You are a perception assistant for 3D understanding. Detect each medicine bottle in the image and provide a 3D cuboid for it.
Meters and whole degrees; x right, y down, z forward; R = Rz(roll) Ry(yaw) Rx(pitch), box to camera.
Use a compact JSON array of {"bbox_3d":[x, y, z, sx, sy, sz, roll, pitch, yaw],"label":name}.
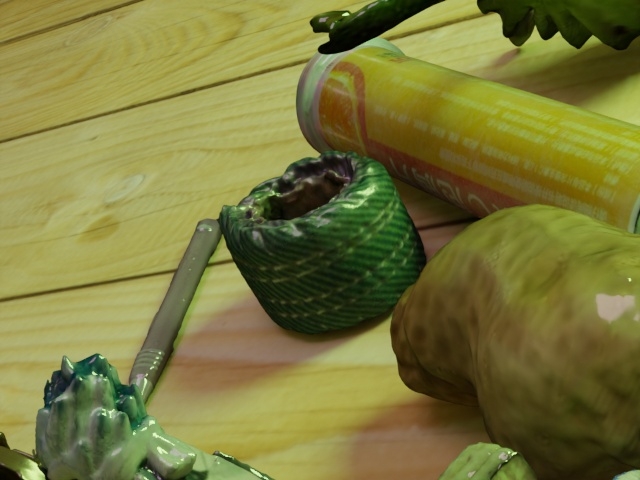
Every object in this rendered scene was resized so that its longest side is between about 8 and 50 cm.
[{"bbox_3d":[0.117,-0.063,0.932,0.108,0.108,0.426,-35,27,-13],"label":"medicine bottle"}]

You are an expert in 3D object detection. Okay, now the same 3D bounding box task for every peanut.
[{"bbox_3d":[0.120,0.051,0.707,0.137,0.122,0.253,-58,27,-2],"label":"peanut"}]

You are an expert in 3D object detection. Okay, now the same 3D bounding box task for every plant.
[{"bbox_3d":[0.174,-0.183,0.981,0.251,0.180,0.333,-24,18,30],"label":"plant"}]

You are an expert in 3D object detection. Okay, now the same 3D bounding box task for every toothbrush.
[{"bbox_3d":[-0.124,0.079,1.004,0.024,0.029,0.354,-5,31,15],"label":"toothbrush"}]

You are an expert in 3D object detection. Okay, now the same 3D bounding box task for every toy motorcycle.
[{"bbox_3d":[-0.057,0.138,0.632,0.239,0.204,0.108,-22,15,7],"label":"toy motorcycle"}]

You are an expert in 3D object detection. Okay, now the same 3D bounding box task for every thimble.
[{"bbox_3d":[0.002,-0.001,0.954,0.118,0.090,0.135,-37,25,-21],"label":"thimble"}]

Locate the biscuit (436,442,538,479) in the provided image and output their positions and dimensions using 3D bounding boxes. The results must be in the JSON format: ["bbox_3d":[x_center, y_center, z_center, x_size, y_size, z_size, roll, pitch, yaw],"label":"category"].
[{"bbox_3d":[0.036,0.188,0.542,0.199,0.121,0.040,-43,26,-27],"label":"biscuit"}]

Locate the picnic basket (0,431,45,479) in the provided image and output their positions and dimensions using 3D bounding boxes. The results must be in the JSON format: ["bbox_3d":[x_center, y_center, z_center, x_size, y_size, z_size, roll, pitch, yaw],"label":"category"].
[{"bbox_3d":[-0.199,0.176,0.786,0.178,0.128,0.138,-21,27,37],"label":"picnic basket"}]

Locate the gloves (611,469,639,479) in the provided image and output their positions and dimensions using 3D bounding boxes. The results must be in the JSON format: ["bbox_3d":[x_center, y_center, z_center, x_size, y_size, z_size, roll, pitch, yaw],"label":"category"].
[{"bbox_3d":[0.193,0.112,0.556,0.229,0.097,0.119,-20,54,-7],"label":"gloves"}]
